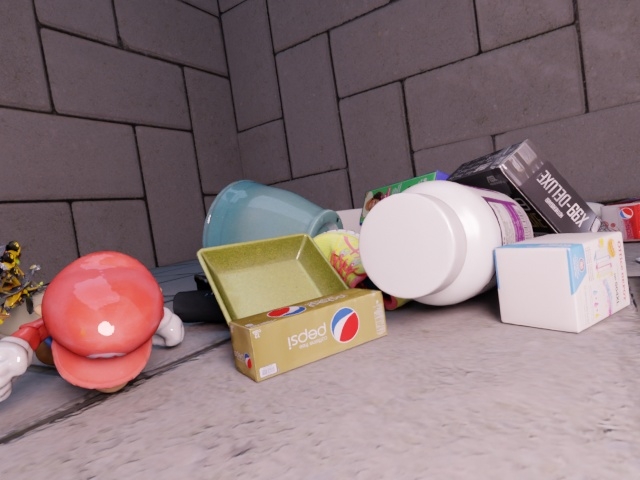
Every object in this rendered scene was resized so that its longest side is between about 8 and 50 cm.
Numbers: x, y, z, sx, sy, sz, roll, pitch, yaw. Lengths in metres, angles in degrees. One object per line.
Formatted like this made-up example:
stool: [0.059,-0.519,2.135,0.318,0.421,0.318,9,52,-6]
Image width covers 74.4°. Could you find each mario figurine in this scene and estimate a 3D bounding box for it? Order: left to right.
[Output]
mario figurine: [-0.276,0.132,0.520,0.198,0.170,0.320,-53,16,-30]

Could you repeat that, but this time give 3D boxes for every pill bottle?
pill bottle: [0.186,0.002,0.607,0.169,0.169,0.301,-6,-2,38]

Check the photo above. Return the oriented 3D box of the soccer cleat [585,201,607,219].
soccer cleat: [0.672,-0.063,1.239,0.143,0.116,0.331,-9,3,-18]

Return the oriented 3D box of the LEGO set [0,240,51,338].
LEGO set: [-0.610,0.148,0.673,0.331,0.192,0.255,-25,38,-17]

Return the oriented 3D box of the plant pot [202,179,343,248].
plant pot: [-0.093,0.002,1.013,0.255,0.271,0.272,11,12,29]

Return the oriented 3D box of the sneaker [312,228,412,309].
sneaker: [0.060,0.047,0.694,0.208,0.081,0.094,24,33,25]

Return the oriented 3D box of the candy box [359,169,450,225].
candy box: [0.313,-0.078,1.206,0.268,0.122,0.317,16,-13,-26]

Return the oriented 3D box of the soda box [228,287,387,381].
soda box: [-0.009,0.103,0.497,0.181,0.058,0.061,-10,4,-33]

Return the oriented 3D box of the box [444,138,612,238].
box: [0.398,-0.066,0.855,0.076,0.242,0.307,-43,4,0]

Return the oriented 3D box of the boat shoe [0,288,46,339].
boat shoe: [-0.506,0.136,0.839,0.324,0.116,0.097,-9,-9,11]

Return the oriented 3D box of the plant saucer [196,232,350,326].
plant saucer: [-0.061,0.075,0.607,0.188,0.045,0.188,-9,44,-30]

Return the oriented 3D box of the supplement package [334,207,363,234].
supplement package: [0.000,0.000,1.370,0.177,0.175,0.293,-9,3,-40]

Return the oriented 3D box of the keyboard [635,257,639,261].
keyboard: [0.549,0.041,0.612,0.072,0.014,0.256,-13,1,18]

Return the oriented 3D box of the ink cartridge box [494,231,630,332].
ink cartridge box: [0.292,0.041,0.502,0.143,0.092,0.090,-11,4,-33]

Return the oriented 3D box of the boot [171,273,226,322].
boot: [-0.119,0.087,0.774,0.207,0.094,0.246,-2,12,32]

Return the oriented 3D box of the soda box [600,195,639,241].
soda box: [0.779,-0.057,1.030,0.263,0.092,0.083,-11,3,-38]
